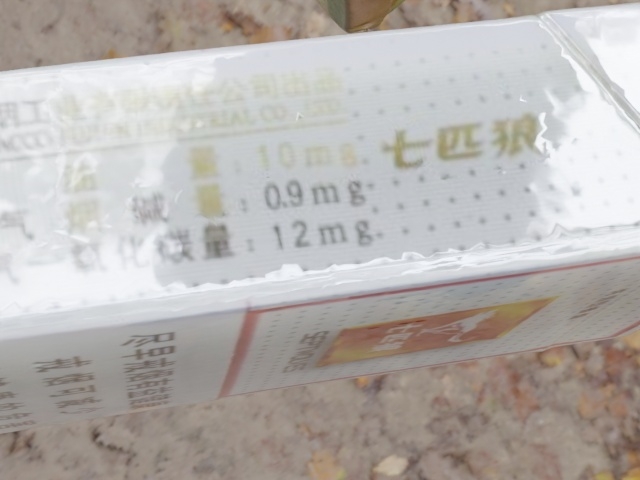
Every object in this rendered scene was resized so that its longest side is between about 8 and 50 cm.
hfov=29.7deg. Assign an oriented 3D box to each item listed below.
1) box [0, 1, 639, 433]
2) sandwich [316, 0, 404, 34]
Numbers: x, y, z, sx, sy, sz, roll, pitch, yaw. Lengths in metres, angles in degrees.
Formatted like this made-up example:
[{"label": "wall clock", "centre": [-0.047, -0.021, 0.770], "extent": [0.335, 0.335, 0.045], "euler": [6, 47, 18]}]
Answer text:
[{"label": "box", "centre": [0.000, 0.001, 0.481], "extent": [0.330, 0.210, 0.095], "euler": [-7, 76, -9]}, {"label": "sandwich", "centre": [0.032, -0.286, 1.017], "extent": [0.186, 0.220, 0.108], "euler": [9, 40, -53]}]
